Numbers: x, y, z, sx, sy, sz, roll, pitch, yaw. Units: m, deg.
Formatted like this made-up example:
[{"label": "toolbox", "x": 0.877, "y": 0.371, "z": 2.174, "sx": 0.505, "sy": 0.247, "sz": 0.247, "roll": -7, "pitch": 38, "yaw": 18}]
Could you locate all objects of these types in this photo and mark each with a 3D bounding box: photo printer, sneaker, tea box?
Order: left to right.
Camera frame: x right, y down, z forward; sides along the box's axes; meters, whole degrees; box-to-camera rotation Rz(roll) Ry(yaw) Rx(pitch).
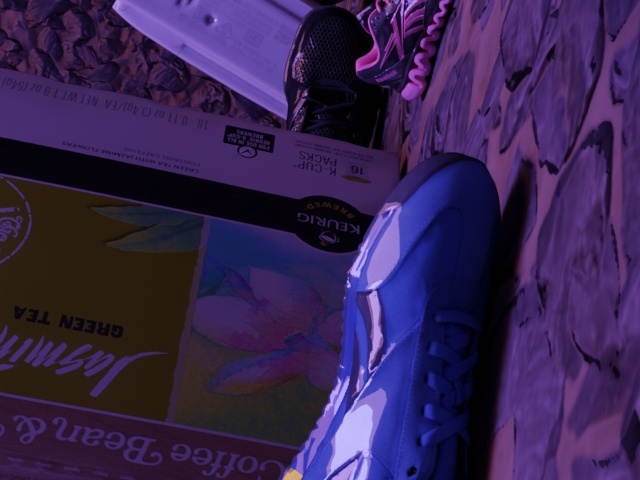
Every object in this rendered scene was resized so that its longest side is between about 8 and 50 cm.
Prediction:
[{"label": "tea box", "x": -0.130, "y": 0.085, "z": 0.785, "sx": 0.324, "sy": 0.328, "sz": 0.220, "roll": -86, "pitch": 10, "yaw": -47}, {"label": "photo printer", "x": -0.069, "y": -0.214, "z": 1.210, "sx": 0.107, "sy": 0.256, "sz": 0.307, "roll": -58, "pitch": 8, "yaw": 10}, {"label": "sneaker", "x": 0.009, "y": -0.081, "z": 0.996, "sx": 0.130, "sy": 0.087, "sz": 0.228, "roll": -162, "pitch": 80, "yaw": -83}, {"label": "sneaker", "x": 0.054, "y": -0.151, "z": 0.803, "sx": 0.047, "sy": 0.057, "sz": 0.119, "roll": -85, "pitch": 9, "yaw": -62}, {"label": "sneaker", "x": 0.042, "y": 0.069, "z": 0.509, "sx": 0.082, "sy": 0.069, "sz": 0.209, "roll": 26, "pitch": 97, "yaw": 51}]

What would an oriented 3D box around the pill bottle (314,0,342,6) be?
[{"label": "pill bottle", "x": 0.005, "y": -0.327, "z": 1.283, "sx": 0.245, "sy": 0.130, "sz": 0.131, "roll": -159, "pitch": 80, "yaw": -85}]
